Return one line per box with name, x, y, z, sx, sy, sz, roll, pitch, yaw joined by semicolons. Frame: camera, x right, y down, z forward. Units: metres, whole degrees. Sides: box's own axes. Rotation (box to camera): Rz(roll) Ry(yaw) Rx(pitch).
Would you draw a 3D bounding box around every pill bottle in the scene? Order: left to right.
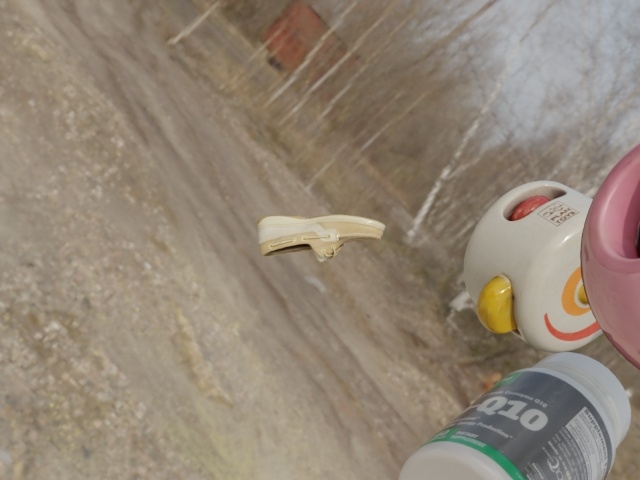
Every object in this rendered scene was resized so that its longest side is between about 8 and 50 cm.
pill bottle;0.288;0.304;1.310;0.204;0.204;0.361;49;41;14

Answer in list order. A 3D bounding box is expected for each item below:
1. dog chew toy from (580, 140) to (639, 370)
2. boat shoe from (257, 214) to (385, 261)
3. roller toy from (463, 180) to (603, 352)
dog chew toy;0.351;0.044;0.677;0.332;0.206;0.206;28;15;-24
boat shoe;0.000;0.000;1.211;0.063;0.170;0.059;42;49;-72
roller toy;0.287;0.033;1.140;0.209;0.191;0.146;17;14;-37
